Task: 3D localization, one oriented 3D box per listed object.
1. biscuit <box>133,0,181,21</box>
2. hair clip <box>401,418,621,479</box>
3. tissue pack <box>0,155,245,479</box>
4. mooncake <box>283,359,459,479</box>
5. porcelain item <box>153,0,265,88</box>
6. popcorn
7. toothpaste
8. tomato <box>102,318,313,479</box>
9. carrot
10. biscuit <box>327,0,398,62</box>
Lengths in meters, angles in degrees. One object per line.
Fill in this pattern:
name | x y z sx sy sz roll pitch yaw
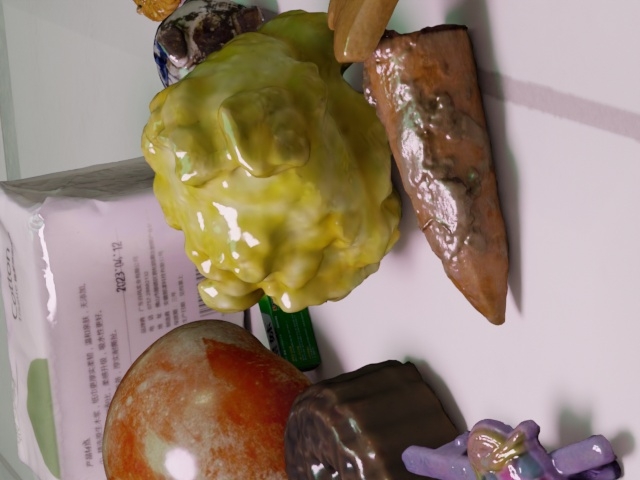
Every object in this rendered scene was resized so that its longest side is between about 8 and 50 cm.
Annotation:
biscuit | -0.212 -0.387 2.375 0.254 0.035 0.254 170 90 -69
hair clip | 0.156 0.206 1.640 0.278 0.090 0.137 -6 102 69
tissue pack | -0.229 0.089 2.309 0.194 0.266 0.357 26 123 58
mooncake | 0.052 0.231 1.865 0.228 0.124 0.228 169 90 -67
porcelain item | -0.101 -0.117 2.089 0.186 0.138 0.288 102 153 -64
popcorn | -0.037 -0.066 1.831 0.235 0.241 0.250 30 140 52
toothpaste | -0.045 0.056 2.138 0.037 0.043 0.178 135 122 -65
tomato | -0.112 0.227 2.080 0.270 0.222 0.270 44 158 23
carrot | 0.112 -0.055 1.661 0.102 0.102 0.263 -12 94 68
biscuit | 0.067 -0.260 1.625 0.239 0.041 0.212 -50 19 44
